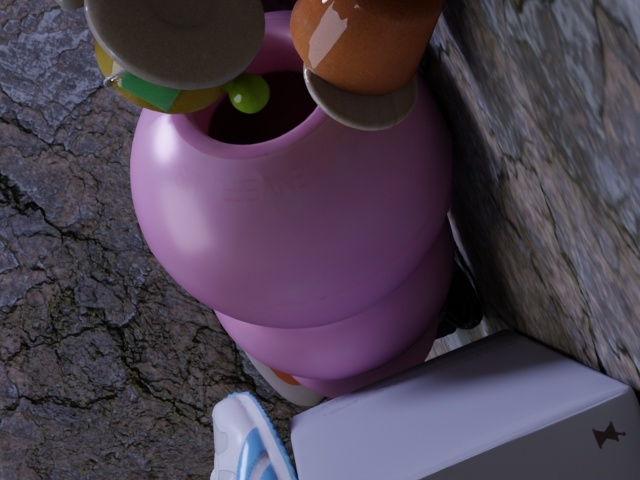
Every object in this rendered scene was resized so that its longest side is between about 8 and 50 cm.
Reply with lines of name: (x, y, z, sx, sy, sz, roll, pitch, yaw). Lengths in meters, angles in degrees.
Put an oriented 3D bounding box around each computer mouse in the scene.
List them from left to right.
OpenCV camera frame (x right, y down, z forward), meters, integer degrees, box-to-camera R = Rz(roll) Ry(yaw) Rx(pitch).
computer mouse: (0.069, 0.022, 1.100, 0.272, 0.072, 0.188, 77, 169, -74)

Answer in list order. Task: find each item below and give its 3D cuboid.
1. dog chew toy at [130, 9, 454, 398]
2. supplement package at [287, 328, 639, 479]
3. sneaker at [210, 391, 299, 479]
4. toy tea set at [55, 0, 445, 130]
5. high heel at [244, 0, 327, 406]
dog chew toy: (0.000, 0.000, 0.871, 0.332, 0.207, 0.206, 68, 178, -54)
supplement package: (0.094, 0.175, 0.744, 0.293, 0.175, 0.177, -166, 54, -86)
sneaker: (-0.047, 0.194, 0.827, 0.228, 0.092, 0.087, -111, 0, -47)
toy tea set: (-0.102, -0.148, 0.657, 0.336, 0.200, 0.124, 37, 147, 1)
high heel: (-0.010, -0.052, 1.117, 0.181, 0.127, 0.377, -37, -54, -64)
